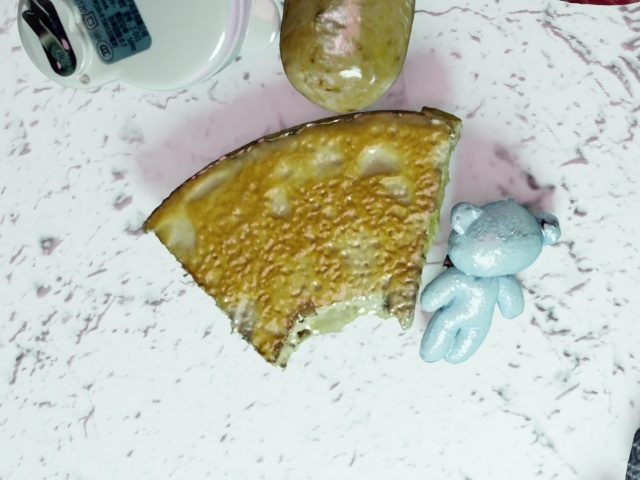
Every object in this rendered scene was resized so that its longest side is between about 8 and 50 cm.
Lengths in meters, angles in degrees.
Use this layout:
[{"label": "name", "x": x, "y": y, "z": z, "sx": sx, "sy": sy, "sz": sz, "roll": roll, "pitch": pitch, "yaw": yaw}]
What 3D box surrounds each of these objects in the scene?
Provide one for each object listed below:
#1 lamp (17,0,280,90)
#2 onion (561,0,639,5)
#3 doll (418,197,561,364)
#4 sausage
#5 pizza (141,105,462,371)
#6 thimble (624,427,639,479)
[{"label": "lamp", "x": -0.165, "y": -0.224, "z": 1.313, "sx": 0.246, "sy": 0.108, "sz": 0.179, "roll": -17, "pitch": 100, "yaw": 19}, {"label": "onion", "x": 0.237, "y": -0.315, "z": 1.205, "sx": 0.248, "sy": 0.161, "sz": 0.248, "roll": 2, "pitch": 96, "yaw": 20}, {"label": "doll", "x": 0.145, "y": 0.034, "z": 1.335, "sx": 0.120, "sy": 0.075, "sz": 0.180, "roll": 6, "pitch": 128, "yaw": -29}, {"label": "sausage", "x": 0.057, "y": -0.360, "z": 1.240, "sx": 0.123, "sy": 0.136, "sz": 0.501, "roll": 12, "pitch": 101, "yaw": -7}, {"label": "pizza", "x": 0.000, "y": 0.000, "z": 1.325, "sx": 0.323, "sy": 0.089, "sz": 0.223, "roll": -19, "pitch": 77, "yaw": 13}, {"label": "thimble", "x": 0.343, "y": 0.216, "z": 1.318, "sx": 0.104, "sy": 0.095, "sz": 0.066, "roll": 17, "pitch": 94, "yaw": 42}]
